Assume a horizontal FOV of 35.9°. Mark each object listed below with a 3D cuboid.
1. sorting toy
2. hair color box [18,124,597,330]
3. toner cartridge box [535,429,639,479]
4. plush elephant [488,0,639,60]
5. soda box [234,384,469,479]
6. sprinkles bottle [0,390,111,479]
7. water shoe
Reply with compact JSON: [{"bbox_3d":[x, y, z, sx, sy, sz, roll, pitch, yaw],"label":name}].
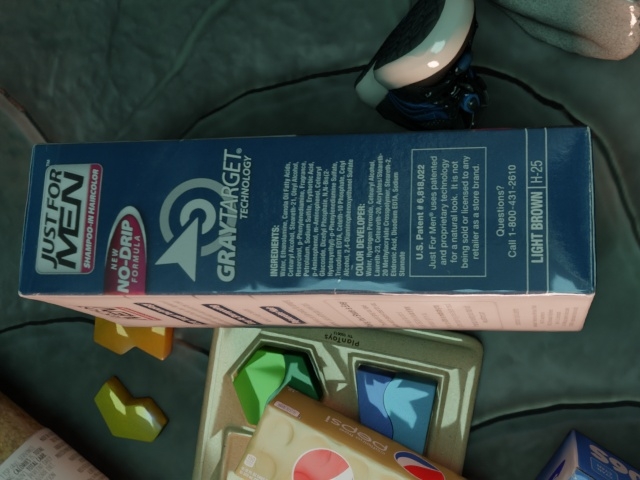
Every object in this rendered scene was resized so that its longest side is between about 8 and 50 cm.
[{"bbox_3d":[-0.042,0.154,0.778,0.307,0.041,0.228,10,103,10],"label":"sorting toy"},{"bbox_3d":[0.000,0.000,0.659,0.348,0.174,0.105,-1,78,12],"label":"hair color box"},{"bbox_3d":[0.162,0.332,0.751,0.165,0.075,0.347,32,106,4],"label":"toner cartridge box"},{"bbox_3d":[0.144,-0.245,0.571,0.255,0.272,0.329,2,65,47],"label":"plush elephant"},{"bbox_3d":[0.035,0.178,0.719,0.181,0.058,0.061,27,101,8],"label":"soda box"},{"bbox_3d":[-0.224,0.223,0.791,0.355,0.121,0.121,39,106,3],"label":"sprinkles bottle"},{"bbox_3d":[0.078,-0.107,0.623,0.080,0.203,0.073,35,90,-6],"label":"water shoe"}]
